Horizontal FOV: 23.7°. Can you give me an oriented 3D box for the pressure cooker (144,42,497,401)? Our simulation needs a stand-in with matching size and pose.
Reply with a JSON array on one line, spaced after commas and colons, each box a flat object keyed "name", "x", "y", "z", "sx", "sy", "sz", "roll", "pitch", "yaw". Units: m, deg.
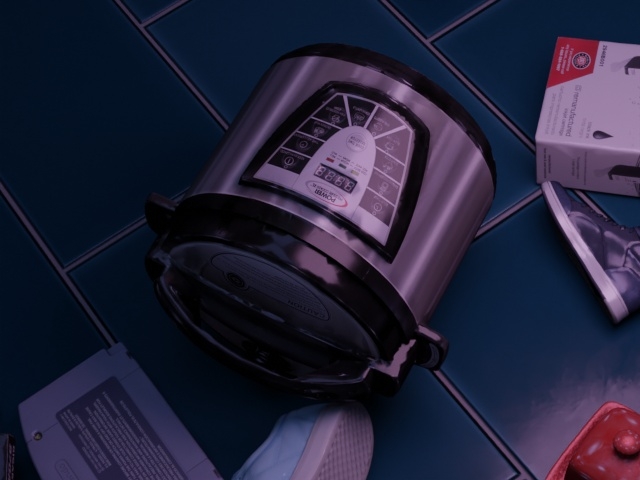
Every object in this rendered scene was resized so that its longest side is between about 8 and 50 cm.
[{"name": "pressure cooker", "x": 0.001, "y": 0.004, "z": 1.995, "sx": 0.370, "sy": 0.375, "sz": 0.420, "roll": 1, "pitch": 52, "yaw": 48}]

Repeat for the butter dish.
[{"name": "butter dish", "x": 0.381, "y": 0.274, "z": 1.898, "sx": 0.160, "sy": 0.118, "sz": 0.160, "roll": 33, "pitch": 68, "yaw": 26}]

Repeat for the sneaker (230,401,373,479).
[{"name": "sneaker", "x": -0.058, "y": 0.348, "z": 1.902, "sx": 0.150, "sy": 0.135, "sz": 0.366, "roll": -10, "pitch": 28, "yaw": 34}]

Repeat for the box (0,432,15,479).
[{"name": "box", "x": -0.490, "y": 0.361, "z": 1.977, "sx": 0.175, "sy": 0.051, "sz": 0.220, "roll": -1, "pitch": 76, "yaw": 0}]

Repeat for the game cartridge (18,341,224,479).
[{"name": "game cartridge", "x": -0.271, "y": 0.292, "z": 2.036, "sx": 0.198, "sy": 0.062, "sz": 0.297, "roll": -36, "pitch": 59, "yaw": -9}]

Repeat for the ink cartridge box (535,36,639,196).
[{"name": "ink cartridge box", "x": 0.457, "y": -0.171, "z": 2.175, "sx": 0.273, "sy": 0.114, "sz": 0.197, "roll": 8, "pitch": 59, "yaw": 14}]

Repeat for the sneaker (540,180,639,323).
[{"name": "sneaker", "x": 0.414, "y": -0.017, "z": 2.090, "sx": 0.163, "sy": 0.086, "sz": 0.226, "roll": -31, "pitch": 67, "yaw": 2}]
